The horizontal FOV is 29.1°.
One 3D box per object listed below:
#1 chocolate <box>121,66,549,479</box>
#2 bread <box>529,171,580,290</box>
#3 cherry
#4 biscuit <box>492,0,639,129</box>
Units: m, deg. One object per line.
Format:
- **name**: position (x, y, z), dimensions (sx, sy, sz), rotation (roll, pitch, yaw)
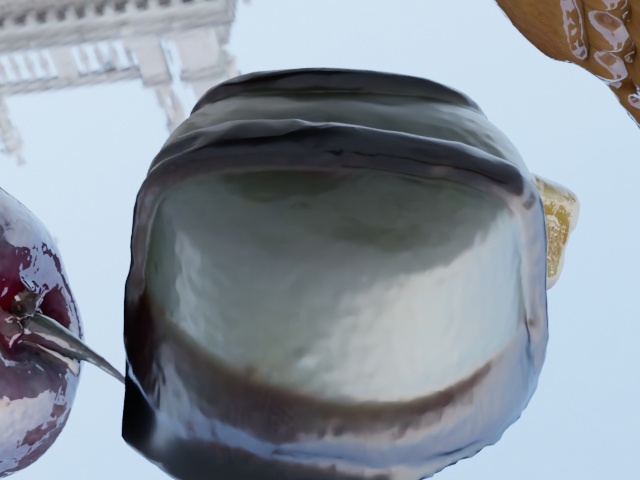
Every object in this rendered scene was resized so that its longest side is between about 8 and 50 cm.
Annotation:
- **chocolate**: position (0.000, 0.000, 0.750), dimensions (0.283, 0.186, 0.283), rotation (-7, -149, 4)
- **bread**: position (0.178, -0.037, 1.457), dimensions (0.091, 0.305, 0.142), rotation (9, -100, 56)
- **cherry**: position (-0.261, 0.061, 0.829), dimensions (0.266, 0.213, 0.183), rotation (-12, -178, 13)
- **biscuit**: position (0.108, -0.117, 0.458), dimensions (0.306, 0.284, 0.043), rotation (37, -101, 14)
